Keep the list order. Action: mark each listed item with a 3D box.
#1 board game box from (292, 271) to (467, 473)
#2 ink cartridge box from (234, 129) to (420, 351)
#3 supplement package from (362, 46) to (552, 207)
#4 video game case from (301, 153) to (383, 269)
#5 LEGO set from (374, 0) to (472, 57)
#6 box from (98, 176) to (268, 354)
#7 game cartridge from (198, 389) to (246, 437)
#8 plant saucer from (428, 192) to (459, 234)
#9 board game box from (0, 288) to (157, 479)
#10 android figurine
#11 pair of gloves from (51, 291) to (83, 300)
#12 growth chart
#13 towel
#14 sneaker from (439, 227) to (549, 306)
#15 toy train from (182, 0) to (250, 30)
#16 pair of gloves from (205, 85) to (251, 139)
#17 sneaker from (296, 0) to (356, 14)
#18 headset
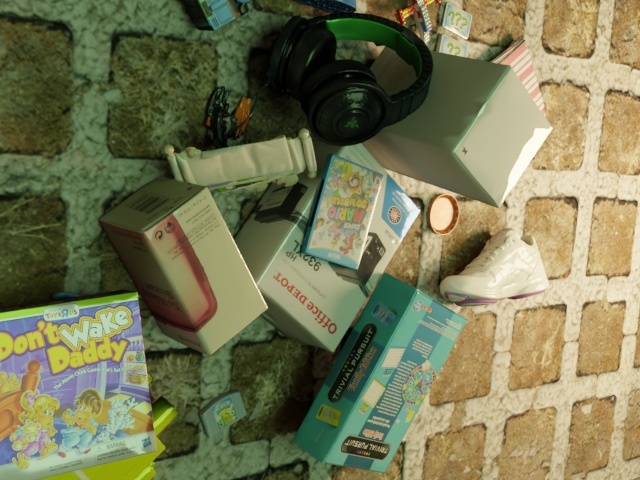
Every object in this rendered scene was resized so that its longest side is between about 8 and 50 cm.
[{"bbox_3d":[0.114,0.247,1.737,0.336,0.079,0.254,-61,147,-1],"label":"board game box"},{"bbox_3d":[0.000,0.000,1.642,0.223,0.129,0.307,45,70,-36],"label":"ink cartridge box"},{"bbox_3d":[0.209,-0.203,1.652,0.177,0.293,0.175,-55,132,-9],"label":"supplement package"},{"bbox_3d":[0.037,-0.045,1.570,0.119,0.015,0.166,19,86,-39],"label":"video game case"},{"bbox_3d":[0.202,-0.380,1.788,0.244,0.060,0.182,16,84,-40],"label":"LEGO set"},{"bbox_3d":[-0.208,0.037,1.465,0.127,0.149,0.232,-39,120,-27],"label":"box"},{"bbox_3d":[-0.166,0.292,1.634,0.083,0.017,0.056,-30,112,-32],"label":"game cartridge"},{"bbox_3d":[0.243,-0.052,1.908,0.083,0.013,0.083,-9,104,-39],"label":"plant saucer"},{"bbox_3d":[-0.413,0.208,1.312,0.347,0.078,0.233,-8,94,-28],"label":"board game box"},{"bbox_3d":[-0.346,0.316,1.449,0.273,0.056,0.248,-44,128,-19],"label":"android figurine"},{"bbox_3d":[-0.360,0.167,1.446,0.159,0.023,0.198,-15,108,-37],"label":"pair of gloves"},{"bbox_3d":[-0.118,-0.115,1.484,0.237,0.172,0.021,-9,67,-8],"label":"growth chart"},{"bbox_3d":[0.398,-0.301,1.984,0.144,0.029,0.197,-40,123,-27],"label":"towel"},{"bbox_3d":[0.347,0.055,1.970,0.305,0.114,0.152,-7,89,-43],"label":"sneaker"},{"bbox_3d":[-0.174,-0.412,1.458,0.105,0.080,0.184,-38,120,-21],"label":"toy train"},{"bbox_3d":[-0.149,-0.207,1.557,0.083,0.010,0.074,20,82,-41],"label":"pair of gloves"},{"bbox_3d":[-0.029,-0.447,1.576,0.232,0.081,0.090,13,78,-42],"label":"sneaker"},{"bbox_3d":[-0.004,-0.235,1.551,0.394,0.243,0.185,-25,145,-27],"label":"headset"}]
